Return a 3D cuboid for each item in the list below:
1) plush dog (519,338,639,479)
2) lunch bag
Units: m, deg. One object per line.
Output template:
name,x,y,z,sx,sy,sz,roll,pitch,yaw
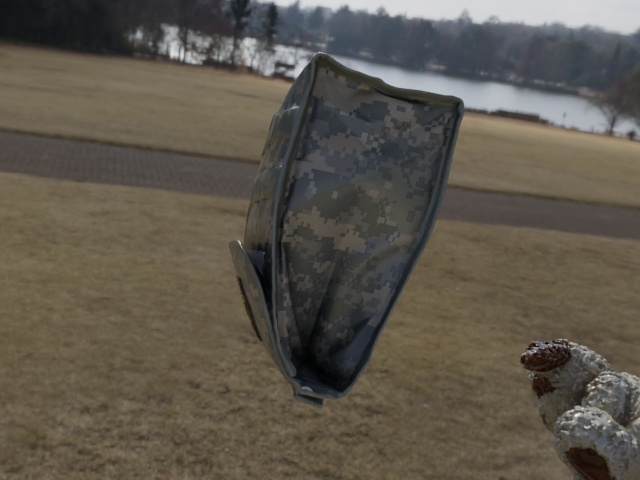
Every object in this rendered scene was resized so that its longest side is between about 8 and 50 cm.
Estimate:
plush dog,0.370,0.222,1.002,0.211,0.262,0.225,-37,48,-7
lunch bag,0.000,0.000,0.726,0.169,0.286,0.235,15,-3,-9
